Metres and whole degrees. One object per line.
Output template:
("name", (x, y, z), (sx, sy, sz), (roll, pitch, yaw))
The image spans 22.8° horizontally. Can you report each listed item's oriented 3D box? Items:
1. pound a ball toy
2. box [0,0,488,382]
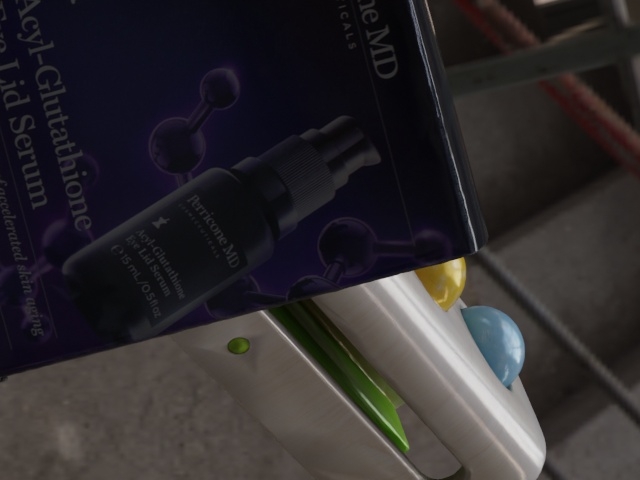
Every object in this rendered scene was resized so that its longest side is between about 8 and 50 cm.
("pound a ball toy", (0.000, 0.000, 0.906), (0.319, 0.136, 0.208), (50, 14, -37))
("box", (-0.050, -0.045, 0.642), (0.108, 0.207, 0.153), (-33, 107, -82))
